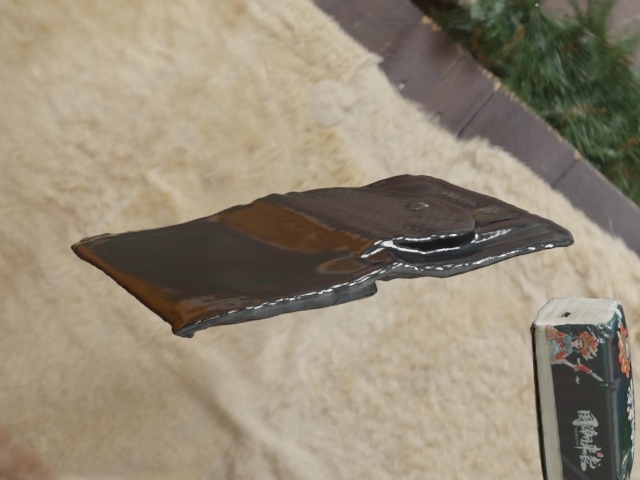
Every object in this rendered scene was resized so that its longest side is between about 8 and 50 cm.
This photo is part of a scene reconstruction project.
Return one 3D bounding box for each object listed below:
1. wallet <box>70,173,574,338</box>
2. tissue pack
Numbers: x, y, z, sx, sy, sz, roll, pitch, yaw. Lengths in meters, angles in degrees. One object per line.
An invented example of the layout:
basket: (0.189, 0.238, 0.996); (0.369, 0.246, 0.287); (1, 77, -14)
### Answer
wallet: (0.000, 0.000, 0.965); (0.323, 0.247, 0.041); (-14, 107, -24)
tissue pack: (0.254, 0.147, 1.237); (0.091, 0.103, 0.170); (-1, 103, 23)
